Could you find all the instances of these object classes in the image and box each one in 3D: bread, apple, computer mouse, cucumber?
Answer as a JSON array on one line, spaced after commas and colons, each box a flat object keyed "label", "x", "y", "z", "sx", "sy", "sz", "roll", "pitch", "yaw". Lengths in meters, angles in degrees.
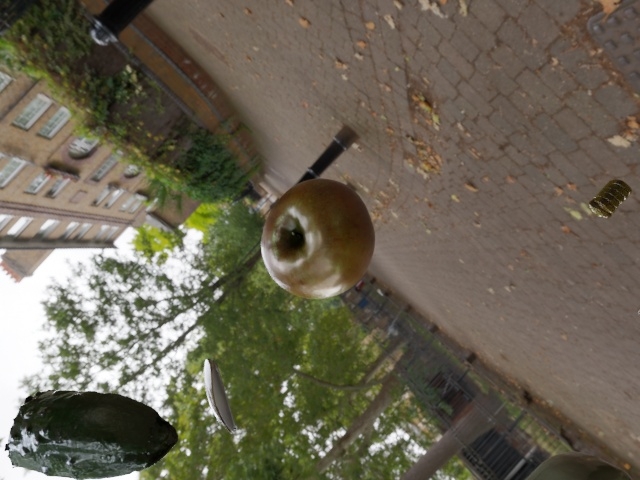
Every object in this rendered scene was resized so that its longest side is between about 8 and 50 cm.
[{"label": "bread", "x": 0.566, "y": -0.084, "z": 0.903, "sx": 0.049, "sy": 0.088, "sz": 0.034, "roll": 45, "pitch": 179, "yaw": 31}, {"label": "apple", "x": 0.000, "y": 0.000, "z": 0.913, "sx": 0.237, "sy": 0.237, "sz": 0.207, "roll": 42, "pitch": -159, "yaw": 29}, {"label": "computer mouse", "x": -0.329, "y": 0.497, "z": 1.472, "sx": 0.126, "sy": 0.056, "sz": 0.245, "roll": 9, "pitch": 116, "yaw": 65}, {"label": "cucumber", "x": -0.437, "y": 0.358, "z": 0.871, "sx": 0.145, "sy": 0.325, "sz": 0.105, "roll": -56, "pitch": -37, "yaw": -60}]

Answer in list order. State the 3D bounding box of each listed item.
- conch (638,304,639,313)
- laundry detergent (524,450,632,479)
[{"label": "conch", "x": 0.647, "y": 0.044, "z": 0.823, "sx": 0.080, "sy": 0.086, "sz": 0.233, "roll": 29, "pitch": 133, "yaw": 24}, {"label": "laundry detergent", "x": 0.241, "y": 0.351, "z": 0.488, "sx": 0.091, "sy": 0.253, "sz": 0.181, "roll": -4, "pitch": 102, "yaw": 60}]
